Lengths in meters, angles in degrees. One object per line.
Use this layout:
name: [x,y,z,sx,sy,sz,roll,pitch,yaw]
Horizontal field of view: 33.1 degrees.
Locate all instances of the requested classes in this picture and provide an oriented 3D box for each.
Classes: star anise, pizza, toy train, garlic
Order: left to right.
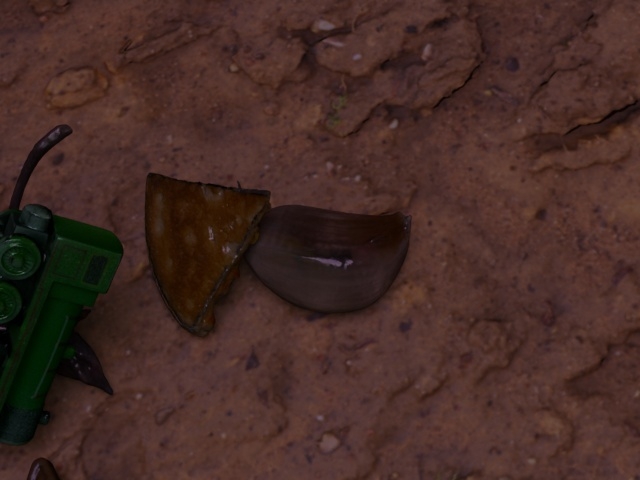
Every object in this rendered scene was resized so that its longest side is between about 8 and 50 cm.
toy train: [-0.280,0.086,1.005,0.119,0.085,0.251,17,108,-26]
star anise: [-0.268,0.040,1.039,0.148,0.227,0.219,20,60,18]
pizza: [-0.114,-0.017,1.100,0.176,0.036,0.185,-40,65,26]
garlic: [-0.011,0.006,1.110,0.198,0.090,0.129,9,54,14]

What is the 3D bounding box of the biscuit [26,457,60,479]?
biscuit: [-0.254,0.309,1.002,0.182,0.034,0.215,-15,69,8]
